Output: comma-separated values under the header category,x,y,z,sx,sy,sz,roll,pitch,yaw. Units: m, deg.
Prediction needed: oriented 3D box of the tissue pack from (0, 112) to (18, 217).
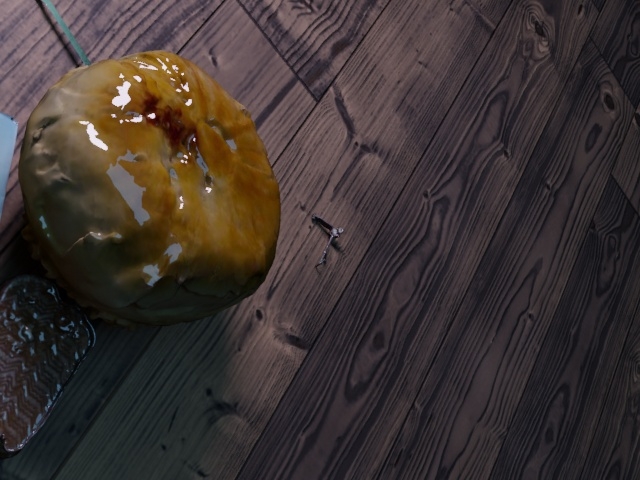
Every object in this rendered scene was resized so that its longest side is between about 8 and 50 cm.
category,x,y,z,sx,sy,sz,roll,pitch,yaw
tissue pack,-0.520,-0.111,1.269,0.263,0.089,0.177,21,66,-42

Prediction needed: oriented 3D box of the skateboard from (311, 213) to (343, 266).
category,x,y,z,sx,sy,sz,roll,pitch,yaw
skateboard,0.000,0.000,1.785,0.064,0.032,0.083,35,54,-21

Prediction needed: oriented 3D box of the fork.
category,x,y,z,sx,sy,sz,roll,pitch,yaw
fork,-0.391,-0.329,1.500,0.039,0.021,0.235,-41,109,-38

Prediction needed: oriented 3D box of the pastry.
category,x,y,z,sx,sy,sz,roll,pitch,yaw
pastry,-0.235,-0.062,1.405,0.409,0.245,0.409,29,51,-44

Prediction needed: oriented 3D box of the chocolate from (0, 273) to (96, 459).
category,x,y,z,sx,sy,sz,roll,pitch,yaw
chocolate,-0.398,0.156,1.308,0.148,0.093,0.214,48,51,-26
